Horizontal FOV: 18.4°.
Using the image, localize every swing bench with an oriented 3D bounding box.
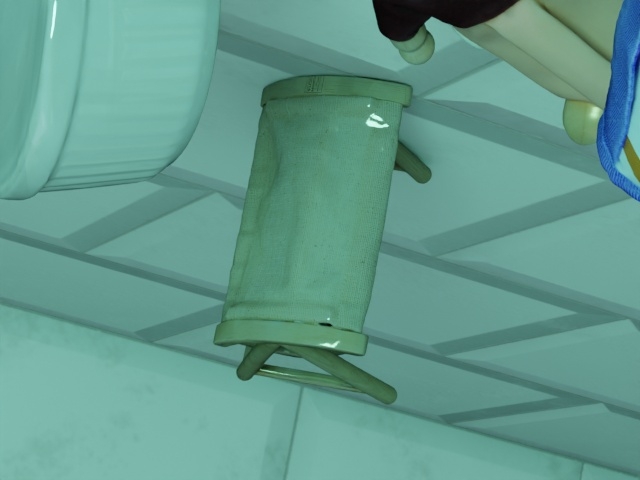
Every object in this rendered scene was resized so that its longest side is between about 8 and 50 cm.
[{"bbox_3d":[0.000,0.000,1.879,0.165,0.253,0.255,8,165,11],"label":"swing bench"}]

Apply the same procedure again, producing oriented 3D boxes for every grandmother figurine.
[{"bbox_3d":[0.122,-0.180,1.379,0.342,0.104,0.208,23,128,-39],"label":"grandmother figurine"}]

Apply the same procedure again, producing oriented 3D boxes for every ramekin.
[{"bbox_3d":[-0.163,-0.161,1.390,0.127,0.273,0.273,3,170,-23],"label":"ramekin"}]

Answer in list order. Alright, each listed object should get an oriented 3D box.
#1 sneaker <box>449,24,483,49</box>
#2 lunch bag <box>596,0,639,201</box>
[{"bbox_3d":[0.100,-0.200,1.468,0.065,0.061,0.158,-32,143,30],"label":"sneaker"},{"bbox_3d":[0.351,-0.133,0.984,0.385,0.239,0.328,4,141,-1],"label":"lunch bag"}]
